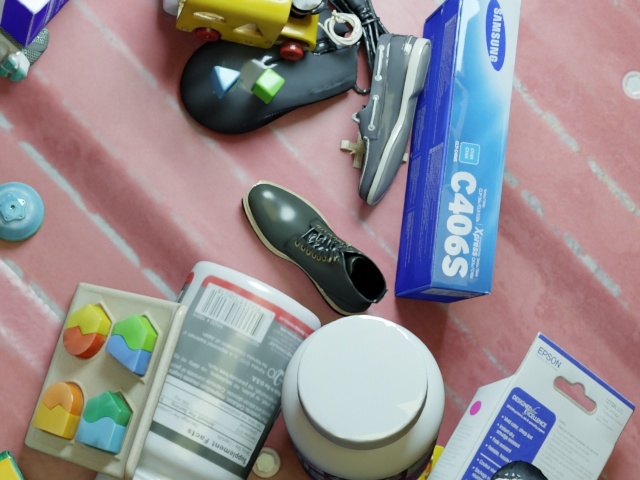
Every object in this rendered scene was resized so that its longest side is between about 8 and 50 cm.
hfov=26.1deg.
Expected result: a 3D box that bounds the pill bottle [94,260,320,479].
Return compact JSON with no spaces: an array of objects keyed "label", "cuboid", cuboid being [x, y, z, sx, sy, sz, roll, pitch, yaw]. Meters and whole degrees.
[{"label":"pill bottle","cuboid":[-0.129,0.181,1.519,0.161,0.161,0.283,28,80,-7]}]

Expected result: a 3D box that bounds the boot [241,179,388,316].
[{"label":"boot","cuboid":[0.000,0.000,1.578,0.198,0.137,0.077,43,77,-4]}]

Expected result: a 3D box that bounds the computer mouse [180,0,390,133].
[{"label":"computer mouse","cuboid":[-0.038,-0.222,1.628,0.272,0.072,0.188,-27,91,-13]}]

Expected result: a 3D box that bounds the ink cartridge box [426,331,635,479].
[{"label":"ink cartridge box","cuboid":[0.209,0.304,1.602,0.175,0.069,0.371,37,80,-23]}]

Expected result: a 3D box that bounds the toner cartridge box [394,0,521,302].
[{"label":"toner cartridge box","cuboid":[0.158,-0.106,1.608,0.075,0.165,0.348,8,83,-12]}]

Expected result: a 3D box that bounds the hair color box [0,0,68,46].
[{"label":"hair color box","cuboid":[-0.293,-0.406,1.552,0.185,0.110,0.339,39,69,-5]}]

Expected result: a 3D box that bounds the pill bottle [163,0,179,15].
[{"label":"pill bottle","cuboid":[-0.151,-0.328,1.619,0.067,0.067,0.120,1,84,-11]}]

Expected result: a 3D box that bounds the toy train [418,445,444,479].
[{"label":"toy train","cuboid":[0.081,0.256,1.615,0.125,0.046,0.166,38,75,-4]}]

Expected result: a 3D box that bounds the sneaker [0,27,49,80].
[{"label":"sneaker","cuboid":[-0.379,-0.261,1.577,0.166,0.065,0.076,47,61,-7]}]

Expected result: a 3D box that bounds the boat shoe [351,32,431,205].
[{"label":"boat shoe","cuboid":[0.073,-0.145,1.631,0.065,0.075,0.206,19,99,15]}]

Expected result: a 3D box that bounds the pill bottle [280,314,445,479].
[{"label":"pill bottle","cuboid":[0.044,0.176,1.445,0.169,0.301,0.169,-1,72,2]}]

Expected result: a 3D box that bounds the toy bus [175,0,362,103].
[{"label":"toy bus","cuboid":[-0.063,-0.274,1.545,0.202,0.104,0.191,-37,88,-22]}]

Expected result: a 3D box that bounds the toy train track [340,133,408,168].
[{"label":"toy train track","cuboid":[0.066,-0.109,1.666,0.083,0.014,0.048,11,82,-11]}]

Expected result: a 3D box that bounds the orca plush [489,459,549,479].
[{"label":"orca plush","cuboid":[0.262,0.352,1.545,0.287,0.151,0.102,59,38,-14]}]

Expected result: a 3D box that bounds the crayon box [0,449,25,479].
[{"label":"crayon box","cuboid":[-0.348,0.389,1.492,0.165,0.081,0.278,-27,90,-13]}]

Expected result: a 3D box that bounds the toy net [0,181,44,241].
[{"label":"toy net","cuboid":[-0.417,-0.085,1.552,0.122,0.045,0.232,-36,90,-11]}]

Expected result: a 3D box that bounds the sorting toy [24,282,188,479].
[{"label":"sorting toy","cuboid":[-0.239,0.146,1.485,0.038,0.208,0.193,26,77,-42]}]
